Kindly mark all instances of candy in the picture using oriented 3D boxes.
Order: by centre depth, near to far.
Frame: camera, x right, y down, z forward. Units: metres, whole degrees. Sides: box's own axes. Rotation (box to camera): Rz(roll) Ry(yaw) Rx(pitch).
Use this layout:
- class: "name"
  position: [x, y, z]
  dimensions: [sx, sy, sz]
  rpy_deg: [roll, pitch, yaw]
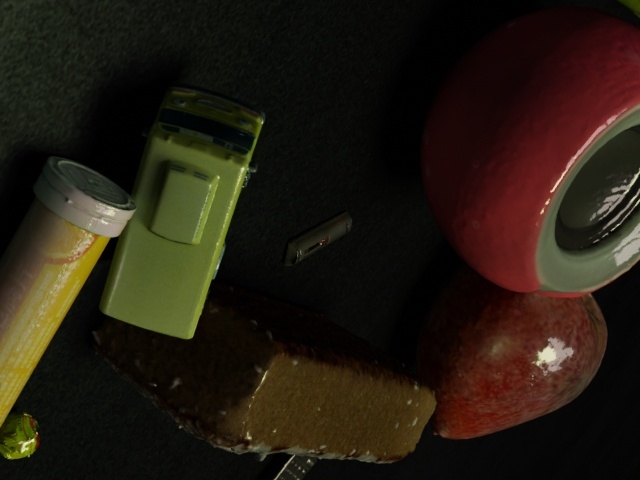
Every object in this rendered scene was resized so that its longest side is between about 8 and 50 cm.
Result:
- class: "candy"
  position: [-0.277, 0.167, 1.256]
  dimensions: [0.123, 0.035, 0.035]
  rpy_deg: [-16, 148, -39]

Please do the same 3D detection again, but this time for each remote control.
- class: "remote control"
  position: [0.000, 0.000, 1.542]
  dimensions: [0.091, 0.016, 0.034]
  rpy_deg: [-30, 141, -44]
- class: "remote control"
  position: [-0.090, 0.326, 1.785]
  dimensions: [0.245, 0.025, 0.063]
  rpy_deg: [-51, 154, -8]

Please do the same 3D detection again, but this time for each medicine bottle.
- class: "medicine bottle"
  position: [-0.217, 0.048, 1.155]
  dimensions: [0.218, 0.074, 0.074]
  rpy_deg: [-59, 155, 13]

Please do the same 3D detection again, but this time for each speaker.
- class: "speaker"
  position: [0.235, -0.088, 1.552]
  dimensions: [0.294, 0.294, 0.294]
  rpy_deg: [-41, 152, -27]

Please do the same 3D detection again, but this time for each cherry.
- class: "cherry"
  position: [0.212, 0.113, 1.868]
  dimensions: [0.239, 0.206, 0.239]
  rpy_deg: [-18, 167, -4]

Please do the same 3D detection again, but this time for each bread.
- class: "bread"
  position: [-0.034, 0.125, 1.465]
  dimensions: [0.113, 0.165, 0.416]
  rpy_deg: [-58, 154, 5]

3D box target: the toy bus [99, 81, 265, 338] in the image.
- class: "toy bus"
  position: [-0.105, -0.021, 1.205]
  dimensions: [0.101, 0.088, 0.175]
  rpy_deg: [-77, -174, -61]

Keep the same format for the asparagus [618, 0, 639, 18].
- class: "asparagus"
  position: [0.326, -0.288, 1.706]
  dimensions: [0.067, 0.060, 0.277]
  rpy_deg: [-51, 157, 18]
